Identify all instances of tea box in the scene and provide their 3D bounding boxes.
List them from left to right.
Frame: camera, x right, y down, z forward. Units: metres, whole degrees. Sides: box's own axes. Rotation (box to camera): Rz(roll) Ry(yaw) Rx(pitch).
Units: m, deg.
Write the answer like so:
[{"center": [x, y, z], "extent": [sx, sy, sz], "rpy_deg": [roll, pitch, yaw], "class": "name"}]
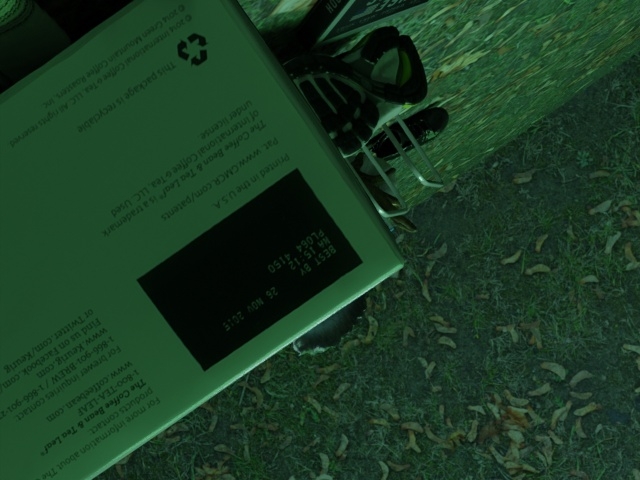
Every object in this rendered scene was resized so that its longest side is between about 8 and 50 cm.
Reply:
[{"center": [-0.144, -0.005, 0.804], "extent": [0.329, 0.220, 0.323], "rpy_deg": [-34, -172, 3], "class": "tea box"}]

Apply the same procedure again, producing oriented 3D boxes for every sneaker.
[{"center": [0.000, -0.130, 1.172], "extent": [0.121, 0.111, 0.300], "rpy_deg": [-27, -179, 38], "class": "sneaker"}, {"center": [0.141, -0.171, 1.911], "extent": [0.170, 0.051, 0.089], "rpy_deg": [-31, 178, 6], "class": "sneaker"}]

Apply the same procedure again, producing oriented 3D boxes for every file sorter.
[{"center": [0.003, -0.068, 1.503], "extent": [0.277, 0.173, 0.193], "rpy_deg": [-36, 173, 13], "class": "file sorter"}]

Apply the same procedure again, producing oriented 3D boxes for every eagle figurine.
[{"center": [-0.009, 0.000, 1.784], "extent": [0.225, 0.226, 0.298], "rpy_deg": [11, 129, -26], "class": "eagle figurine"}]

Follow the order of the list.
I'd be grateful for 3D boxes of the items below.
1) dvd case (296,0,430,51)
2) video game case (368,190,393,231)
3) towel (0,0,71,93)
[{"center": [0.095, -0.277, 1.092], "extent": [0.179, 0.030, 0.238], "rpy_deg": [-28, 170, -36], "class": "dvd case"}, {"center": [0.012, -0.052, 1.660], "extent": [0.119, 0.166, 0.015], "rpy_deg": [-33, 173, -2], "class": "video game case"}, {"center": [-0.304, -0.065, 0.623], "extent": [0.312, 0.056, 0.324], "rpy_deg": [-34, 174, 1], "class": "towel"}]
